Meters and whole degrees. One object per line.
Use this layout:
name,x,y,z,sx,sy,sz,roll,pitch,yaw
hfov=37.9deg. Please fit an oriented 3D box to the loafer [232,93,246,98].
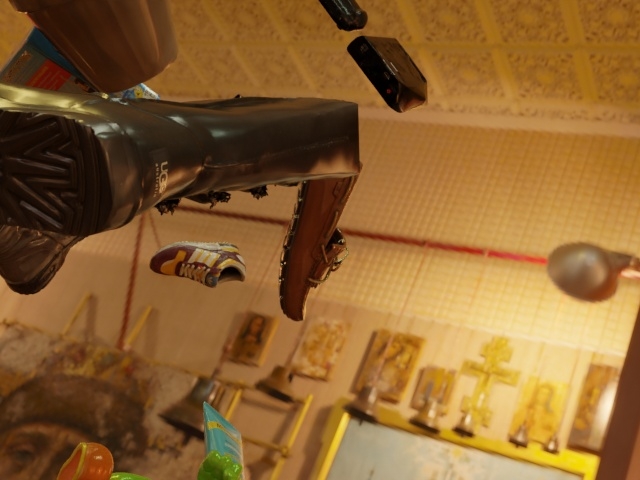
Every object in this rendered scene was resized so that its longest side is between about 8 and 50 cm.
loafer,-0.207,-0.176,1.525,0.078,0.220,0.080,54,3,-24

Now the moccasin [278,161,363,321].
moccasin,0.000,-0.001,1.936,0.147,0.380,0.139,12,18,-8

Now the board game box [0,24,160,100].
board game box,-0.565,-0.315,2.084,0.302,0.086,0.308,34,-36,-25

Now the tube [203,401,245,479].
tube,-0.134,0.304,1.295,0.080,0.052,0.207,52,7,-23

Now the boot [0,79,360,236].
boot,-0.207,-0.120,1.041,0.367,0.445,0.146,19,-68,27

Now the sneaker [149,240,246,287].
sneaker,-0.233,0.051,1.792,0.185,0.084,0.070,-6,-44,-23

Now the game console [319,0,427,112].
game console,0.055,-0.364,1.541,0.044,0.213,0.361,-37,-93,21

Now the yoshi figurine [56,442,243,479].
yoshi figurine,-0.129,0.363,1.051,0.362,0.203,0.203,30,5,-20

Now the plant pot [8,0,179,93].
plant pot,-0.427,-0.458,1.860,0.323,0.323,0.280,2,-52,39

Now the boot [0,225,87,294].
boot,-0.482,-0.079,1.664,0.118,0.338,0.223,19,-26,16
